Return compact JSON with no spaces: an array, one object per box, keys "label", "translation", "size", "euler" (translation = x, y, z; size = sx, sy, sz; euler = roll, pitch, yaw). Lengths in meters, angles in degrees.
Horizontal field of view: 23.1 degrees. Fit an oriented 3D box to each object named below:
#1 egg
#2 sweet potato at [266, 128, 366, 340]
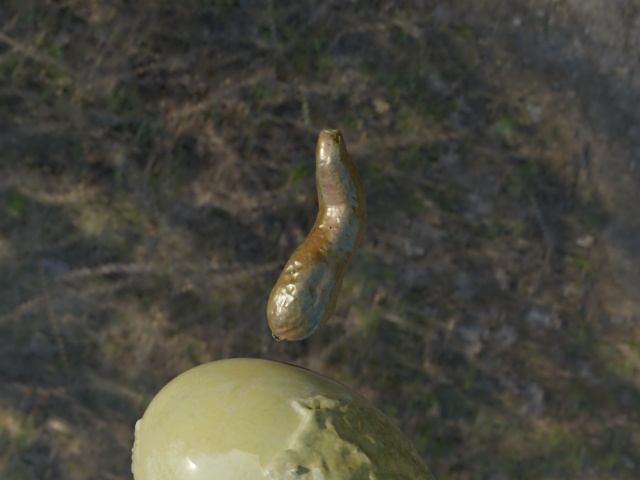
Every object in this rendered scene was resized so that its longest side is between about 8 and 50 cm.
[{"label":"egg","translation":[-0.020,0.155,0.953],"size":[0.201,0.164,0.164],"euler":[35,143,1]},{"label":"sweet potato","translation":[0.005,0.000,1.666],"size":[0.081,0.233,0.062],"euler":[19,175,-41]}]
